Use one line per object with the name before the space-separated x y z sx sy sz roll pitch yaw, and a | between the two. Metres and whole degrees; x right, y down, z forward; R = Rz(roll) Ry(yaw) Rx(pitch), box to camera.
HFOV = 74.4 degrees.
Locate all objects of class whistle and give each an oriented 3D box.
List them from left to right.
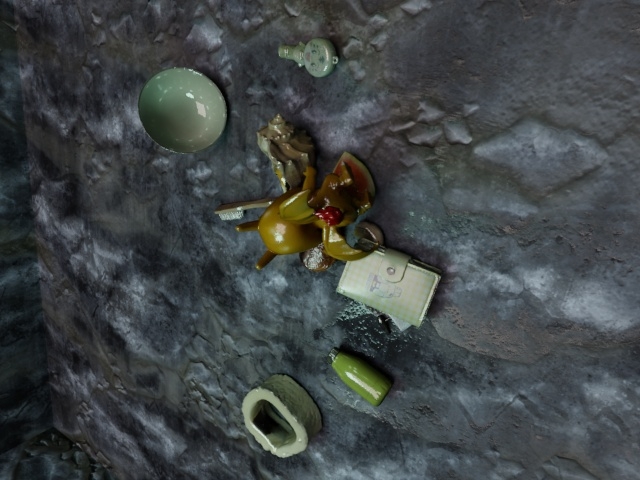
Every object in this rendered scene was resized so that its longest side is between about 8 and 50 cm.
whistle | -0.038 -0.641 1.464 0.258 0.067 0.126 23 125 30

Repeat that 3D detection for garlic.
garlic | 0.181 -0.017 1.480 0.152 0.066 0.084 37 146 21

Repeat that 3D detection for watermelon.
watermelon | 0.111 -0.192 1.464 0.146 0.137 0.192 18 114 -10

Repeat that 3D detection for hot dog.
hot dog | -0.003 0.000 1.570 0.161 0.099 0.226 24 111 25

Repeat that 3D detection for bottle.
bottle | 0.138 0.504 1.594 0.260 0.112 0.112 33 117 22

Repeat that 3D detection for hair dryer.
hair dryer | 0.253 0.297 1.528 0.083 0.031 0.079 -28 97 25

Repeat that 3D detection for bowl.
bowl | -0.562 -0.517 1.728 0.157 0.338 0.337 -165 65 -71

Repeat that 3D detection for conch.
conch | -0.105 -0.288 1.504 0.186 0.263 0.324 -18 129 13

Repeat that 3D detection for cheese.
cheese | -0.167 0.761 1.823 0.332 0.153 0.292 40 119 20

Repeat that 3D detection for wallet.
wallet | 0.229 0.141 1.426 0.310 0.077 0.223 23 106 14

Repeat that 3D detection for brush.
brush | -0.305 -0.129 1.755 0.328 0.070 0.065 -6 116 31

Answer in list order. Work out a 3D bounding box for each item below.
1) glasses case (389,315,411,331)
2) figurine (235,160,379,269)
glasses case | 0.248 0.183 1.495 0.105 0.056 0.266 -38 79 8
figurine | -0.044 -0.078 1.336 0.387 0.401 0.267 -23 62 26
